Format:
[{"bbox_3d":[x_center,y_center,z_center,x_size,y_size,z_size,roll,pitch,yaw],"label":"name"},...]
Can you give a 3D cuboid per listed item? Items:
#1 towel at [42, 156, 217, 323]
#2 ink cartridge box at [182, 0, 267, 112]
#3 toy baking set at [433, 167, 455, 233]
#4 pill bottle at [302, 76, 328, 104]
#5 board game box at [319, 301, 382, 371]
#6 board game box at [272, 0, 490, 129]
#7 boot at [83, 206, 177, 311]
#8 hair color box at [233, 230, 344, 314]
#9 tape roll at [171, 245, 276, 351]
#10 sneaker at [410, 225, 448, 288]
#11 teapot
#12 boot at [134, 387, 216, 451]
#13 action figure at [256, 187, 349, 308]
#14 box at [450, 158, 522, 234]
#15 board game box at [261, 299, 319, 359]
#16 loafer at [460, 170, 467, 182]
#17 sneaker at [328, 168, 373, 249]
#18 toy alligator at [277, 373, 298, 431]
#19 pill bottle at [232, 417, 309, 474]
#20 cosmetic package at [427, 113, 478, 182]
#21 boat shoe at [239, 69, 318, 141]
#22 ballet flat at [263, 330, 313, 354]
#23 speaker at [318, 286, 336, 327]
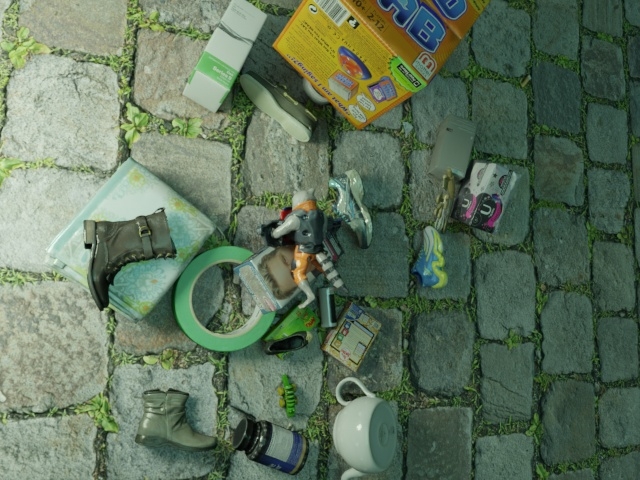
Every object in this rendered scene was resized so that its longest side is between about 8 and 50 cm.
[{"bbox_3d":[-0.528,0.001,1.419,0.320,0.090,0.374,41,71,-20],"label":"towel"},{"bbox_3d":[-0.296,-0.574,1.563,0.121,0.211,0.289,28,74,-19],"label":"ink cartridge box"},{"bbox_3d":[0.465,-0.144,1.903,0.197,0.030,0.256,-62,149,-20],"label":"toy baking set"},{"bbox_3d":[0.052,-0.568,1.682,0.161,0.283,0.161,3,83,-24],"label":"pill bottle"},{"bbox_3d":[0.108,0.332,1.745,0.147,0.045,0.193,39,71,-16],"label":"board game box"},{"bbox_3d":[0.155,-0.594,1.378,0.356,0.356,0.356,41,70,-14],"label":"board game box"},{"bbox_3d":[-0.496,0.045,1.333,0.229,0.091,0.263,-5,88,-26],"label":"boot"},{"bbox_3d":[-0.088,0.062,1.593,0.347,0.105,0.174,-40,101,-42],"label":"hair color box"},{"bbox_3d":[-0.293,0.179,1.562,0.321,0.077,0.321,3,83,-25],"label":"tape roll"},{"bbox_3d":[0.395,0.065,1.881,0.126,0.091,0.240,-8,76,-13],"label":"sneaker"},{"bbox_3d":[0.125,0.627,1.655,0.252,0.187,0.256,62,37,-27],"label":"teapot"},{"bbox_3d":[-0.407,0.523,1.475,0.246,0.083,0.161,18,72,-23],"label":"boot"},{"bbox_3d":[0.000,0.000,1.507,0.341,0.178,0.330,-18,94,-43],"label":"action figure"},{"bbox_3d":[0.627,-0.169,1.931,0.142,0.163,0.247,16,100,-21],"label":"box"},{"bbox_3d":[-0.098,0.292,1.656,0.181,0.043,0.092,-44,103,-21],"label":"board game box"},{"bbox_3d":[0.595,-0.250,2.025,0.148,0.050,0.056,47,68,-13],"label":"loafer"},{"bbox_3d":[0.102,-0.100,1.773,0.122,0.110,0.283,-15,88,-7],"label":"sneaker"},{"bbox_3d":[-0.098,0.530,1.627,0.056,0.051,0.189,-6,87,-25],"label":"toy alligator"},{"bbox_3d":[-0.154,0.629,1.552,0.219,0.123,0.123,29,74,-19],"label":"pill bottle"},{"bbox_3d":[0.513,-0.354,1.961,0.127,0.107,0.238,17,74,-7],"label":"cosmetic package"},{"bbox_3d":[-0.135,-0.462,1.686,0.305,0.109,0.091,40,70,-22],"label":"boat shoe"},{"bbox_3d":[-0.097,0.330,1.600,0.173,0.049,0.057,-14,92,-25],"label":"ballet flat"},{"bbox_3d":[0.023,0.225,1.713,0.055,0.055,0.136,-2,85,-25],"label":"speaker"}]
